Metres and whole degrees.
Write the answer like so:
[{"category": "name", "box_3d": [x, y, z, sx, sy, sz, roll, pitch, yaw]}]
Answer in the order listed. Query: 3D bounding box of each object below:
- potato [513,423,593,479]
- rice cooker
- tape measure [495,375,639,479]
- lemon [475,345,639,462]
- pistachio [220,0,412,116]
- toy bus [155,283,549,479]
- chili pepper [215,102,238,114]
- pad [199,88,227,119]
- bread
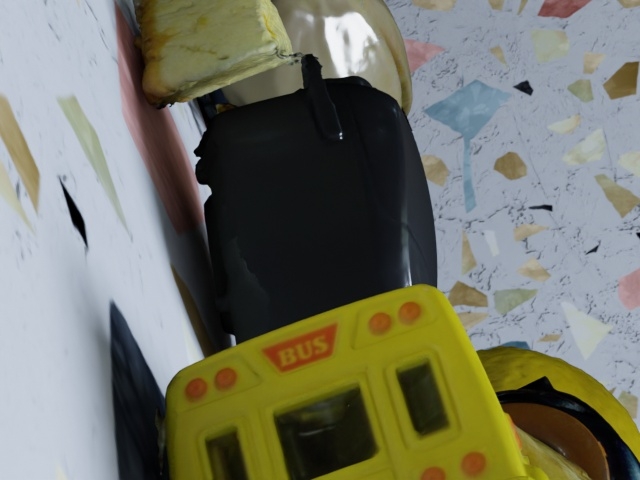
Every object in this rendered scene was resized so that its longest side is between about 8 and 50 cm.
[{"category": "potato", "box_3d": [0.067, 0.159, 0.919, 0.158, 0.178, 0.203, 51, 27, -24]}, {"category": "rice cooker", "box_3d": [0.000, -0.001, 0.873, 0.203, 0.118, 0.142, -101, -177, -47]}, {"category": "tape measure", "box_3d": [0.126, 0.203, 1.132, 0.223, 0.202, 0.135, -111, 176, -54]}, {"category": "lemon", "box_3d": [0.165, 0.220, 1.366, 0.263, 0.236, 0.236, 49, -11, 40]}, {"category": "pistachio", "box_3d": [-0.009, -0.115, 1.116, 0.226, 0.136, 0.135, 64, 8, -52]}, {"category": "toy bus", "box_3d": [0.048, 0.162, 0.704, 0.330, 0.144, 0.152, 63, 8, -53]}, {"category": "chili pepper", "box_3d": [0.005, 0.040, 1.191, 0.137, 0.092, 0.368, 42, -13, 25]}, {"category": "pad", "box_3d": [-0.083, -0.150, 1.256, 0.269, 0.012, 0.269, 65, 7, -54]}, {"category": "bread", "box_3d": [-0.050, -0.092, 0.921, 0.109, 0.084, 0.080, -104, 172, -53]}]
